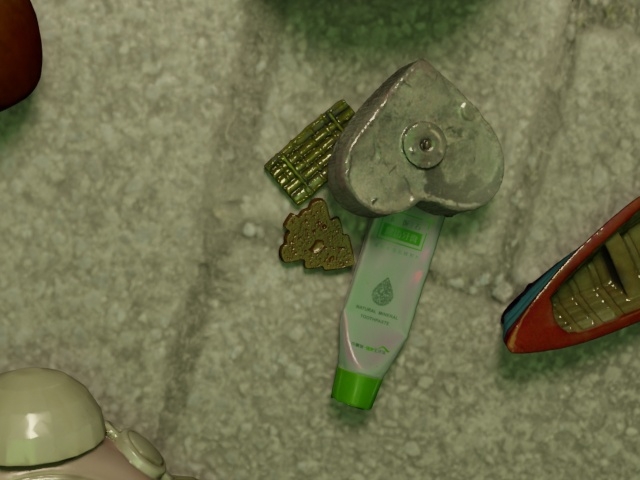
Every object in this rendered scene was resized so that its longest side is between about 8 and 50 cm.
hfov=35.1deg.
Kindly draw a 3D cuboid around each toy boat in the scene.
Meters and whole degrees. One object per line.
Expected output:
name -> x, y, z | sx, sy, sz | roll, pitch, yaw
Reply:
toy boat -> 0.000, -0.096, 1.106 | 0.115, 0.016, 0.063 | -41, 103, -1
toy boat -> 0.367, 0.014, 1.150 | 0.392, 0.079, 0.136 | -30, 105, -4

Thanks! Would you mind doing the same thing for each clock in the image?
clock -> -0.283, 0.329, 1.045 | 0.326, 0.184, 0.342 | -47, 115, -1

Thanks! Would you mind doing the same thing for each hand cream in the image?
hand cream -> 0.076, 0.051, 1.134 | 0.079, 0.050, 0.275 | 16, 92, -38

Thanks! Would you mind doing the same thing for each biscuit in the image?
biscuit -> 0.000, 0.000, 1.122 | 0.092, 0.016, 0.082 | 31, 88, -13

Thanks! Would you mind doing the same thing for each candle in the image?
candle -> 0.102, -0.106, 1.085 | 0.192, 0.068, 0.169 | -5, 91, -19

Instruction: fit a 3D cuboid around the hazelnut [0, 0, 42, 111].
hazelnut -> -0.375, -0.190, 0.948 | 0.212, 0.181, 0.181 | -26, 101, -5
